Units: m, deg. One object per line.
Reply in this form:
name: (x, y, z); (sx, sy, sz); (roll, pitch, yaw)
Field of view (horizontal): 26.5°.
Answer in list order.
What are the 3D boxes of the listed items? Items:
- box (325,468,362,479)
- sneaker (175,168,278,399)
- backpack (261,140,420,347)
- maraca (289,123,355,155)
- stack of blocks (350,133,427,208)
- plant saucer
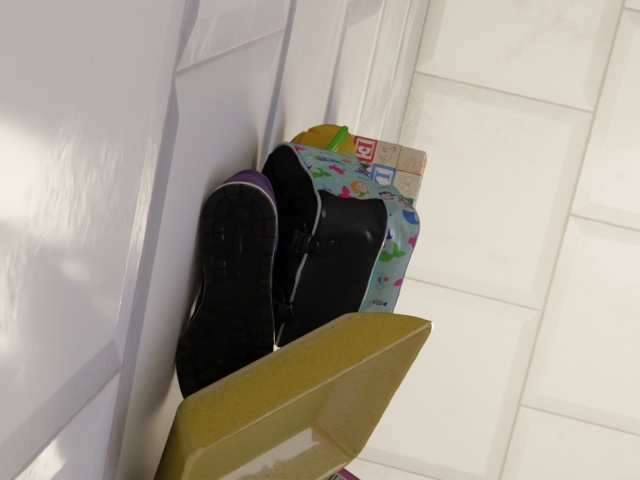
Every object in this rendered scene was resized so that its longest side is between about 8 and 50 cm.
box: (-0.057, 0.357, 1.835); (0.117, 0.213, 0.243); (-48, 160, -26)
sneaker: (-0.092, 0.059, 1.555); (0.124, 0.107, 0.283); (-74, 176, -74)
backpack: (0.000, 0.000, 1.680); (0.253, 0.191, 0.225); (51, -51, 57)
maraca: (-0.019, -0.085, 1.882); (0.185, 0.099, 0.127); (-51, 180, 21)
stack of blocks: (0.069, -0.027, 2.369); (0.087, 0.171, 0.297); (46, 58, -82)
plant saucer: (-0.061, 0.216, 1.524); (0.333, 0.081, 0.332); (-26, 156, -32)
